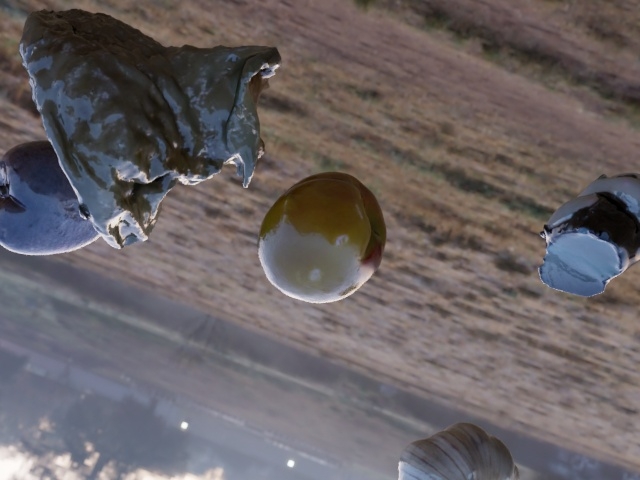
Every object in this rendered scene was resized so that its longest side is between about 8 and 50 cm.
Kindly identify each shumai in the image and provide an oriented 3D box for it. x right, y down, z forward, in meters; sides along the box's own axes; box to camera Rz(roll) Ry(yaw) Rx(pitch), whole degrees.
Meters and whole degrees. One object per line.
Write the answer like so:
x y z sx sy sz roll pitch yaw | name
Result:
-0.179 -0.174 1.130 0.267 0.262 0.314 73 171 -56 | shumai

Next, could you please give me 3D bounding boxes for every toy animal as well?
0.403 -0.021 1.417 0.138 0.179 0.166 52 152 -8 | toy animal

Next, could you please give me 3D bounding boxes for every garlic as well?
0.220 0.353 1.338 0.199 0.199 0.226 28 169 -32 | garlic

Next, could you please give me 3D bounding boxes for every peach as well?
0.000 0.000 1.023 0.138 0.138 0.138 21 170 4 | peach

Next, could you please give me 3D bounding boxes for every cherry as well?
-0.390 -0.062 1.425 0.176 0.176 0.140 29 -173 -38 | cherry
